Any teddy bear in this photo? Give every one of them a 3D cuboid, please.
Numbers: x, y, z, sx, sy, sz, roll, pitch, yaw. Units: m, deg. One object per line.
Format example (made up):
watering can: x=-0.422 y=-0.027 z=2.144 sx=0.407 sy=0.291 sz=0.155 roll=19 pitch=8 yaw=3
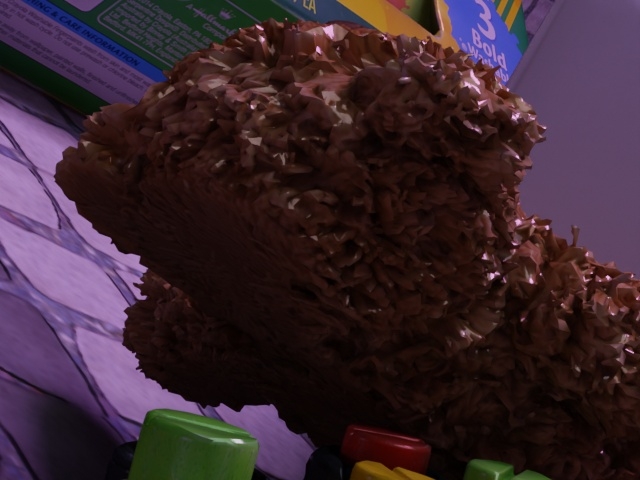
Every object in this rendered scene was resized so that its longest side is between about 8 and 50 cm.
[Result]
teddy bear: x=0.047 y=0.040 z=0.722 sx=0.338 sy=0.113 sz=0.245 roll=45 pitch=-30 yaw=-25

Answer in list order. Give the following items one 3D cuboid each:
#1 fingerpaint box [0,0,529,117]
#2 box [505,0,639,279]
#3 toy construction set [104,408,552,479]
fingerpaint box: x=-0.061 y=-0.232 z=1.274 sx=0.445 sy=0.163 sz=0.371 roll=31 pitch=41 yaw=-37
box: x=0.221 y=0.054 z=0.875 sx=0.345 sy=0.168 sz=0.215 roll=28 pitch=-8 yaw=9
toy construction set: x=0.042 y=0.132 z=0.549 sx=0.215 sy=0.151 sz=0.328 roll=16 pitch=-11 yaw=34
